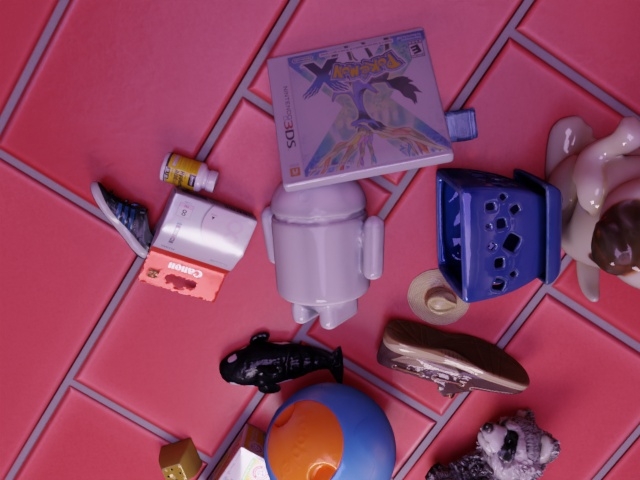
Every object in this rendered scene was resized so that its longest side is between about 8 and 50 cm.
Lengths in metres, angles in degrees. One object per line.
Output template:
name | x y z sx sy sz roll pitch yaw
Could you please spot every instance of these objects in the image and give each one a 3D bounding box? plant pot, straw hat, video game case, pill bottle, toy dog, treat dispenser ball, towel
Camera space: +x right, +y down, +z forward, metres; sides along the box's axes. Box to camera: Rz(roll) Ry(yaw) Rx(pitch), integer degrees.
plant pot | 0.362 -0.025 1.472 0.212 0.236 0.236 -5 105 -3
straw hat | 0.267 0.136 1.601 0.144 0.061 0.145 0 105 2
plant pot | -0.338 0.535 1.716 0.081 0.083 0.081 -19 104 6
video game case | 0.070 -0.261 1.423 0.328 0.036 0.300 -10 68 4
pill bottle | -0.278 -0.142 1.538 0.116 0.065 0.065 17 105 -3
toy dog | 0.577 -0.046 1.363 0.284 0.408 0.396 20 105 -3
treat dispenser ball | 0.021 0.455 1.572 0.288 0.288 0.288 0 105 1
towel | 0.268 -0.237 1.515 0.119 0.029 0.067 -8 105 3

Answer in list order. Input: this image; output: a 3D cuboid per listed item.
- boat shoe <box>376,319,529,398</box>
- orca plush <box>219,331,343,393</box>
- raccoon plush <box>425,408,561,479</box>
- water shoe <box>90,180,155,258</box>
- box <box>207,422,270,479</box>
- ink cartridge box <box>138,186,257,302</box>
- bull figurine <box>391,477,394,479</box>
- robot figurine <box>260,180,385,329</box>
boat shoe | 0.292 0.287 1.622 0.341 0.123 0.123 16 119 -3
orca plush | -0.091 0.301 1.635 0.287 0.102 0.151 10 105 -1
raccoon plush | 0.440 0.589 1.702 0.299 0.216 0.446 -34 132 -4
water shoe | -0.417 -0.057 1.572 0.080 0.073 0.203 -37 109 -8
box | -0.187 0.556 1.702 0.103 0.114 0.203 31 103 -7
ink cartridge box | -0.268 0.021 1.564 0.189 0.066 0.232 19 101 -21
bull figurine | 0.040 0.628 1.722 0.310 0.101 0.189 -10 107 4
robot figurine | 0.000 0.000 1.500 0.299 0.199 0.354 7 109 30
